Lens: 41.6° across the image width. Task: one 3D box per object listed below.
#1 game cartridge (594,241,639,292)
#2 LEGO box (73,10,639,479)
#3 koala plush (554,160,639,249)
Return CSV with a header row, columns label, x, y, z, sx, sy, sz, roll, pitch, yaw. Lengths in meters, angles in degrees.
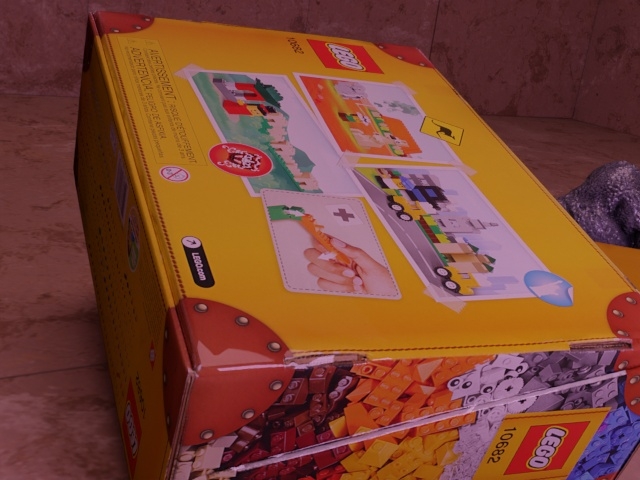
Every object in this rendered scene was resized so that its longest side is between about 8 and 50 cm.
label,x,y,z,sx,sy,sz,roll,pitch,yaw
game cartridge,0.447,0.108,0.984,0.285,0.052,0.323,10,28,1
LEGO box,0.000,0.000,0.748,0.372,0.193,0.500,1,36,-23
koala plush,0.367,-0.015,1.267,0.221,0.203,0.196,-4,16,1
